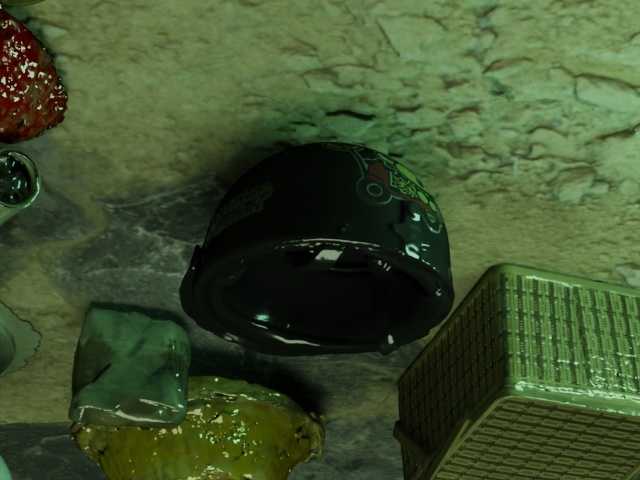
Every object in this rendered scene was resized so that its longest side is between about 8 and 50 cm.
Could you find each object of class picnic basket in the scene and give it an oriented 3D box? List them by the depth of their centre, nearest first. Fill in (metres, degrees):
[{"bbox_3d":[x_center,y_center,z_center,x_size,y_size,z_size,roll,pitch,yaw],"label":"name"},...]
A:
[{"bbox_3d":[0.234,0.193,1.752,0.228,0.175,0.313,11,145,-16],"label":"picnic basket"}]

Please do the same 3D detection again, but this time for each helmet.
[{"bbox_3d":[0.000,0.000,1.483,0.230,0.160,0.279,24,151,-33],"label":"helmet"}]

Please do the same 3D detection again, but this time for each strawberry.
[{"bbox_3d":[-0.298,-0.134,1.350,0.140,0.085,0.192,-1,150,3],"label":"strawberry"}]

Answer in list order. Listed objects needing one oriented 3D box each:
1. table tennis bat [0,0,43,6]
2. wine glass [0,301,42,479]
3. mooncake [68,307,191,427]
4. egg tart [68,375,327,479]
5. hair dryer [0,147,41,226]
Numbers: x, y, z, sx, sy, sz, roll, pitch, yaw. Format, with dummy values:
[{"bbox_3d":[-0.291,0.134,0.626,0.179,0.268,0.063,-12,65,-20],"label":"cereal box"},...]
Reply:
[{"bbox_3d":[-0.274,-0.234,1.263,0.100,0.019,0.155,-27,140,36],"label":"table tennis bat"},{"bbox_3d":[-0.431,0.242,1.696,0.238,0.323,0.238,0,148,0],"label":"wine glass"},{"bbox_3d":[-0.206,0.147,1.728,0.130,0.125,0.073,9,156,-9],"label":"mooncake"},{"bbox_3d":[-0.147,0.261,1.878,0.315,0.120,0.315,-1,152,-1],"label":"egg tart"},{"bbox_3d":[-0.381,-0.059,1.411,0.296,0.119,0.298,-2,146,36],"label":"hair dryer"}]
